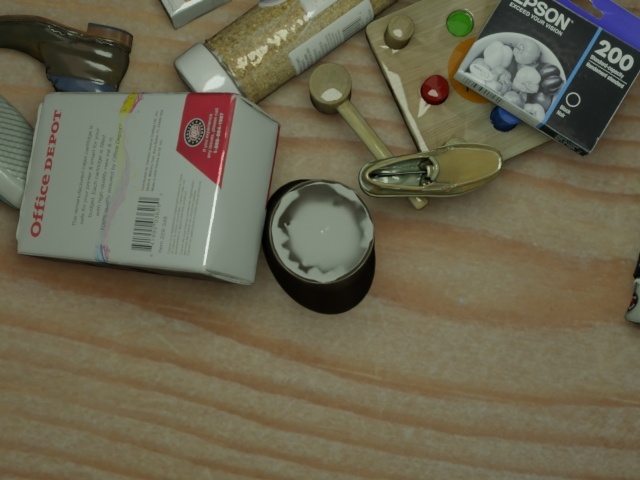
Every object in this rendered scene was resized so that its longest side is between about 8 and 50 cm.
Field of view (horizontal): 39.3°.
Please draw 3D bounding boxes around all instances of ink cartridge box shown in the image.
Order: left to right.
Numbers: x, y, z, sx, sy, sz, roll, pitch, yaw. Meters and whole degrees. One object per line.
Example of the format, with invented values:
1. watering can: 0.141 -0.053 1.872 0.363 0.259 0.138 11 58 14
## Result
1. ink cartridge box: -0.225 -0.071 1.169 0.306 0.131 0.226 6 83 29
2. ink cartridge box: 0.315 -0.249 1.174 0.206 0.045 0.208 31 85 0

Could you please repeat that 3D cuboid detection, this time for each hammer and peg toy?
1. hammer and peg toy: 0.178 -0.206 1.253 0.361 0.127 0.266 -25 88 -3

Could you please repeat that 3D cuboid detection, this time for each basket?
1. basket: 0.000 0.000 1.180 0.154 0.227 0.204 -26 87 -3

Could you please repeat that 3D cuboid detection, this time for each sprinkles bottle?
1. sprinkles bottle: -0.031 -0.302 1.259 0.355 0.121 0.121 -37 87 -5

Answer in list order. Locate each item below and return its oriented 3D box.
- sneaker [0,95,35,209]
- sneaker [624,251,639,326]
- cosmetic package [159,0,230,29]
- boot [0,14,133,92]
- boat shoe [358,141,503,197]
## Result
1. sneaker: -0.530 -0.153 1.250 0.366 0.135 0.150 45 117 -3
2. sneaker: 0.488 0.054 1.240 0.146 0.122 0.330 -13 85 -4
3. cosmetic package: -0.228 -0.436 1.295 0.099 0.060 0.239 -30 86 -3
4. boot: -0.381 -0.253 1.266 0.219 0.082 0.106 4 82 -3
5. boat shoe: 0.145 -0.087 1.144 0.190 0.072 0.068 -12 87 -3
